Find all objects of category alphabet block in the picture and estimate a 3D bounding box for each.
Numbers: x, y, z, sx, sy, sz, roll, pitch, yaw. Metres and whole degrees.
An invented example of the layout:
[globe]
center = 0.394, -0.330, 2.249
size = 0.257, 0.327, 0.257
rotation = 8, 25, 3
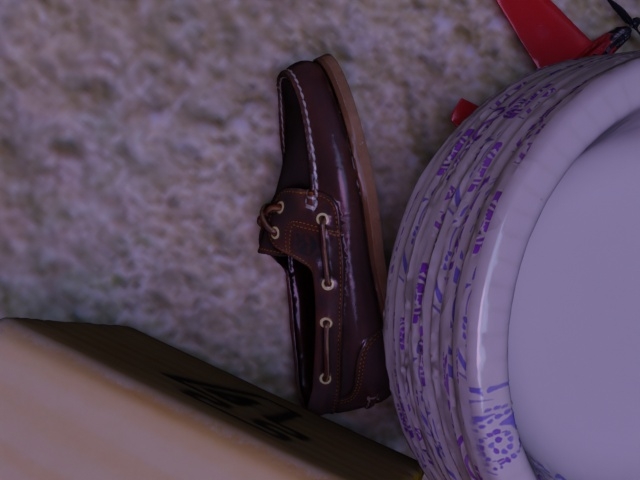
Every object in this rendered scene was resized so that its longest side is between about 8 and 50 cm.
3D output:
[alphabet block]
center = -0.080, 0.162, 0.586
size = 0.197, 0.193, 0.192
rotation = 25, 91, 11

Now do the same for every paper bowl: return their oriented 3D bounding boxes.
[paper bowl]
center = 0.165, 0.039, 0.643
size = 0.284, 0.148, 0.284
rotation = -3, 96, -24

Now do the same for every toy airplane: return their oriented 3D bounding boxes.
[toy airplane]
center = 0.138, -0.089, 0.711
size = 0.151, 0.028, 0.151
rotation = -1, 94, -9

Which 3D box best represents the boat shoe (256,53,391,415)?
[boat shoe]
center = 0.000, 0.000, 0.674
size = 0.073, 0.073, 0.207
rotation = -13, 95, -9
